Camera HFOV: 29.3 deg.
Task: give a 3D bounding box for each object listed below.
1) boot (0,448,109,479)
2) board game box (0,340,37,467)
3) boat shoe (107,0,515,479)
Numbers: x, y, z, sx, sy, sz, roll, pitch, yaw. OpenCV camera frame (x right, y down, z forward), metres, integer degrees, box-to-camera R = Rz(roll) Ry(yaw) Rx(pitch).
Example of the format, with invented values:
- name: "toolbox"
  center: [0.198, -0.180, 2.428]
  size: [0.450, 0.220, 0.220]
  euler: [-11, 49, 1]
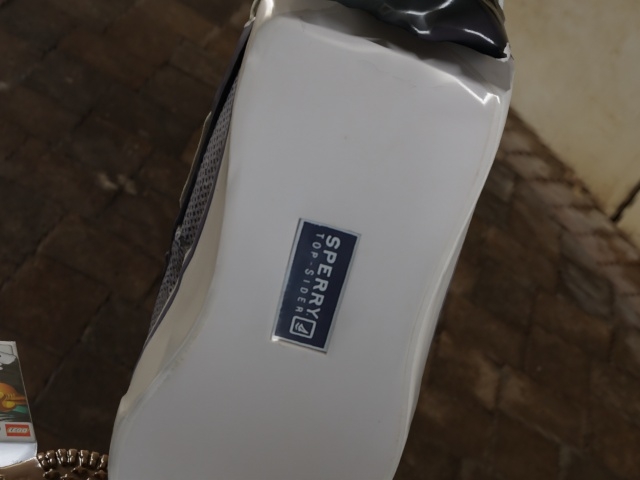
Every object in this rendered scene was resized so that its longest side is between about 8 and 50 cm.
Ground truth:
- name: "boot"
  center: [-0.189, 0.188, 0.813]
  size: [0.158, 0.084, 0.059]
  euler: [-2, 27, -13]
- name: "board game box"
  center: [-0.408, 0.142, 1.049]
  size: [0.305, 0.053, 0.193]
  euler: [5, 20, -22]
- name: "boat shoe"
  center: [0.000, 0.000, 0.540]
  size: [0.127, 0.340, 0.158]
  euler: [20, 39, -4]
